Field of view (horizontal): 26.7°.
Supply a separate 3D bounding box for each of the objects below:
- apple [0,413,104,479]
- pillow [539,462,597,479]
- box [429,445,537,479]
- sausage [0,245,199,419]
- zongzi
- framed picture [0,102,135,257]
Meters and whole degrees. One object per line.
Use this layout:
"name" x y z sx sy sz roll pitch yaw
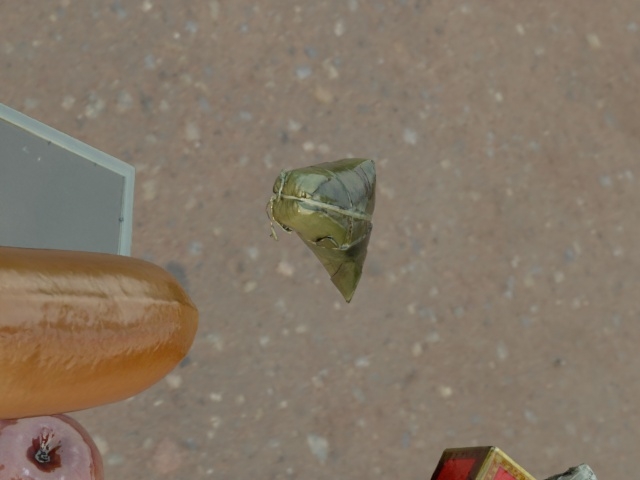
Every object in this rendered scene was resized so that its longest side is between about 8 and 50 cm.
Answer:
"apple" -0.279 0.227 1.282 0.153 0.120 0.153 23 37 -18
"pillow" 0.198 0.303 1.330 0.051 0.229 0.128 16 62 -29
"box" 0.110 0.288 0.965 0.153 0.074 0.240 42 61 -23
"sausage" -0.173 0.054 0.780 0.274 0.105 0.105 4 67 -60
"zongzi" 0.000 0.000 1.022 0.109 0.055 0.119 -15 112 -55
"framed picture" -0.305 -0.018 1.399 0.296 0.019 0.232 28 56 -48
